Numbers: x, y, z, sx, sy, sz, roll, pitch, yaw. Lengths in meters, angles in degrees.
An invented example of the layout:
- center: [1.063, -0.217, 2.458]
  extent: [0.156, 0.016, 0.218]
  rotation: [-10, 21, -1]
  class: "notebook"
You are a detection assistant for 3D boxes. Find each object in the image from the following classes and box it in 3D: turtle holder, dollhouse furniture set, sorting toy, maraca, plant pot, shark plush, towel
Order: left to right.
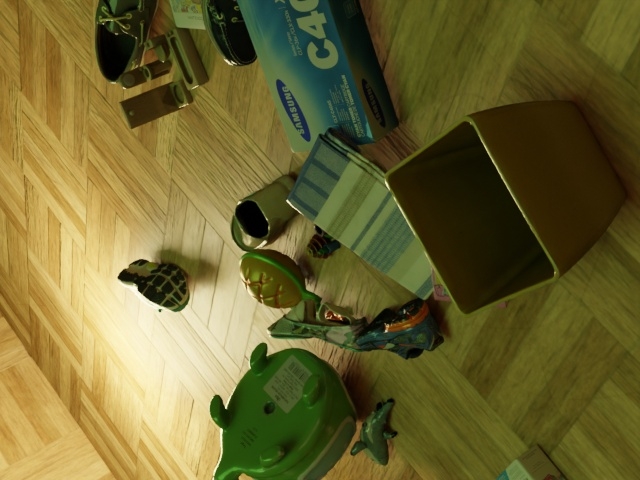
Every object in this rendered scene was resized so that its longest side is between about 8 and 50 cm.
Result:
- center: [-0.310, -0.309, 2.079]
  extent: [0.151, 0.123, 0.144]
  rotation: [-6, 108, 59]
  class: "dollhouse furniture set"
- center: [-0.074, 0.085, 2.062]
  extent: [0.185, 0.099, 0.127]
  rotation: [38, 153, -9]
  class: "maraca"
- center: [-0.060, 0.375, 2.072]
  extent: [0.243, 0.320, 0.227]
  rotation: [1, 154, 37]
  class: "turtle holder"
- center: [0.000, 0.000, 1.926]
  extent: [0.061, 0.042, 0.102]
  rotation: [44, 145, 29]
  class: "sorting toy"
- center: [0.091, -0.036, 1.672]
  extent: [0.285, 0.034, 0.209]
  rotation: [35, 146, 3]
  class: "towel"
- center: [0.116, 0.351, 2.049]
  extent: [0.067, 0.073, 0.161]
  rotation: [28, 118, 17]
  class: "shark plush"
- center: [0.243, -0.058, 1.355]
  extent: [0.212, 0.187, 0.212]
  rotation: [60, 150, 3]
  class: "plant pot"

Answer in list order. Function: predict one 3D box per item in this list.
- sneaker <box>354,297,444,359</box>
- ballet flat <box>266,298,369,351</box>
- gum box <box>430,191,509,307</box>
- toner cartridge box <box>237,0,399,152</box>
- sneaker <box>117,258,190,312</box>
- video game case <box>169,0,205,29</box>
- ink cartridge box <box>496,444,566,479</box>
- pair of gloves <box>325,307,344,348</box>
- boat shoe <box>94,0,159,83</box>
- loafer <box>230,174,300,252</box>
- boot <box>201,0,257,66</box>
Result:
- center: [0.129, 0.163, 1.826]
  extent: [0.087, 0.083, 0.221]
  rotation: [51, 156, -6]
  class: "sneaker"
- center: [-0.001, 0.149, 1.993]
  extent: [0.221, 0.077, 0.079]
  rotation: [6, 104, 34]
  class: "ballet flat"
- center: [0.213, 0.005, 1.539]
  extent: [0.107, 0.062, 0.188]
  rotation: [5, 121, 25]
  class: "gum box"
- center: [-0.018, -0.306, 1.609]
  extent: [0.165, 0.075, 0.348]
  rotation: [-3, 117, 40]
  class: "toner cartridge box"
- center: [-0.374, 0.116, 2.576]
  extent: [0.275, 0.107, 0.110]
  rotation: [20, 149, 56]
  class: "sneaker"
- center: [-0.222, -0.478, 1.905]
  extent: [0.206, 0.026, 0.227]
  rotation: [18, 128, 51]
  class: "video game case"
- center: [0.342, 0.393, 1.699]
  extent: [0.122, 0.052, 0.088]
  rotation: [53, 149, 20]
  class: "ink cartridge box"
- center: [0.039, 0.165, 2.031]
  extent: [0.083, 0.010, 0.074]
  rotation: [63, 150, -1]
  class: "pair of gloves"
- center: [-0.376, -0.422, 2.087]
  extent: [0.109, 0.091, 0.305]
  rotation: [20, 146, 0]
  class: "boat shoe"
- center: [-0.118, -0.043, 2.026]
  extent: [0.102, 0.092, 0.268]
  rotation: [59, 150, 7]
  class: "loafer"
- center: [-0.112, -0.384, 1.751]
  extent: [0.178, 0.085, 0.236]
  rotation: [19, 128, 48]
  class: "boot"
